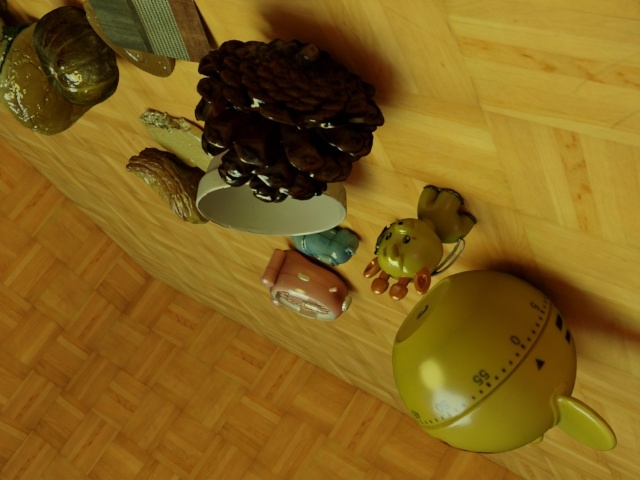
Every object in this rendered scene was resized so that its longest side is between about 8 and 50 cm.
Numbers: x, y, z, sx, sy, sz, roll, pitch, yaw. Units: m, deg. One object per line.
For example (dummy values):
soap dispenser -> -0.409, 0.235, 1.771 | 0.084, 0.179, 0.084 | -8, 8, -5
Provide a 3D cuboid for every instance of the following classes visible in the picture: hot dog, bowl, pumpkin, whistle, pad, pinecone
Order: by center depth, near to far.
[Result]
pinecone -> -0.063, -0.184, 1.254 | 0.298, 0.242, 0.296 | 28, 161, 4
pad -> -0.311, -0.331, 1.500 | 0.250, 0.055, 0.323 | 15, 128, 23
bowl -> -0.092, -0.119, 1.558 | 0.287, 0.144, 0.287 | 1, 162, 0
pumpkin -> -0.511, -0.396, 1.727 | 0.219, 0.162, 0.219 | 46, 152, 33
whistle -> 0.000, 0.000, 1.937 | 0.269, 0.093, 0.180 | 24, 161, 53
hot dog -> -0.374, -0.155, 2.096 | 0.259, 0.114, 0.175 | 39, -165, 16

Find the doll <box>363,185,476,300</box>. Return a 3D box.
doll -> 0.167, 0.012, 1.397 | 0.143, 0.221, 0.135 | 15, 150, 43

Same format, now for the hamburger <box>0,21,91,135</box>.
hamburger -> -0.691, -0.385, 1.997 | 0.132, 0.211, 0.309 | 29, 165, 35

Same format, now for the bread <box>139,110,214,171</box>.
bread -> -0.334, -0.240, 1.987 | 0.251, 0.039, 0.182 | 21, 159, 40

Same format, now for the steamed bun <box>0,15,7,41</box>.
steamed bun -> -0.952, -0.465, 1.973 | 0.290, 0.371, 0.456 | 28, 166, 33

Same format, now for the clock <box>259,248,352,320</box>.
clock -> -0.024, 0.129, 2.267 | 0.241, 0.142, 0.227 | 20, 160, 16

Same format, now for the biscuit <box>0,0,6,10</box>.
biscuit -> -0.786, -0.592, 1.937 | 0.082, 0.016, 0.092 | 13, 152, 43

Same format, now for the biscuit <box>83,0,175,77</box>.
biscuit -> -0.366, -0.405, 1.573 | 0.208, 0.049, 0.181 | 36, 163, -10

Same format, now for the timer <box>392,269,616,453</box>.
timer -> 0.334, 0.249, 1.503 | 0.387, 0.376, 0.376 | 42, 163, -4

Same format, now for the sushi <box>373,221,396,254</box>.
sushi -> 0.162, 0.022, 1.646 | 0.098, 0.094, 0.084 | 31, 165, 14
